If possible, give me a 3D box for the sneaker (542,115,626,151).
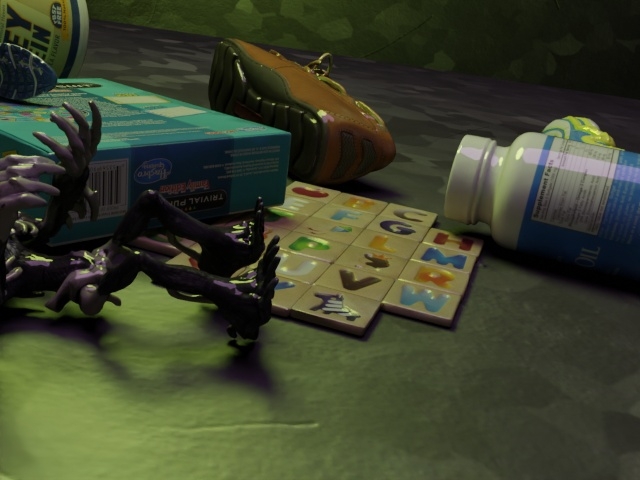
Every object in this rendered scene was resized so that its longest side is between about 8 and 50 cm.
[{"bbox_3d":[0.362,-0.132,1.160,0.126,0.091,0.240,3,21,-16],"label":"sneaker"}]

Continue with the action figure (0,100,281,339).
[{"bbox_3d":[-0.168,-0.012,0.496,0.276,0.140,0.164,6,30,-12],"label":"action figure"}]

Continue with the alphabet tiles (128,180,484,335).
[{"bbox_3d":[0.000,0.000,0.732,0.285,0.011,0.342,13,19,14],"label":"alphabet tiles"}]

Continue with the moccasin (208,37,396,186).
[{"bbox_3d":[-0.038,-0.185,1.056,0.147,0.139,0.380,-3,23,-34],"label":"moccasin"}]

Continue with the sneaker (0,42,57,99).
[{"bbox_3d":[-0.317,-0.170,0.769,0.135,0.052,0.058,10,14,10],"label":"sneaker"}]

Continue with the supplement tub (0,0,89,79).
[{"bbox_3d":[-0.451,-0.264,0.904,0.228,0.228,0.316,16,12,20],"label":"supplement tub"}]

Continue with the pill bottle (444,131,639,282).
[{"bbox_3d":[0.244,-0.040,0.786,0.222,0.124,0.124,15,20,17],"label":"pill bottle"}]

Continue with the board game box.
[{"bbox_3d":[-0.237,-0.097,0.781,0.336,0.079,0.254,22,23,39],"label":"board game box"}]
